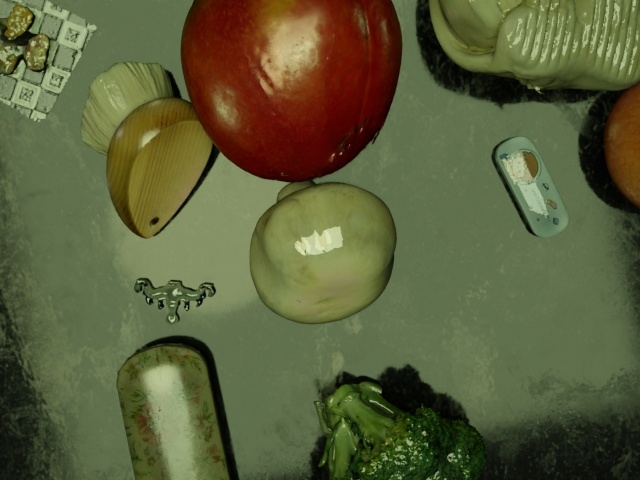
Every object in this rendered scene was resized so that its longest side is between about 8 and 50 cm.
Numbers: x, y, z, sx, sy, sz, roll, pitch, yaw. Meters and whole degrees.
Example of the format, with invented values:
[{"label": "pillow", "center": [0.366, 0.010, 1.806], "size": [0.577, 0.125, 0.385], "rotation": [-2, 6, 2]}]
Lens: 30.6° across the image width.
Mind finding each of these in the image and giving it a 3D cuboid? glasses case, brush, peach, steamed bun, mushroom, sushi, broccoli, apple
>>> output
[{"label": "glasses case", "center": [-0.230, 0.382, 1.948], "size": [0.156, 0.098, 0.425], "rotation": [-11, 93, -4]}, {"label": "brush", "center": [-0.296, -0.142, 1.902], "size": [0.166, 0.174, 0.267], "rotation": [43, 129, 29]}, {"label": "peach", "center": [-0.034, -0.272, 1.790], "size": [0.370, 0.370, 0.370], "rotation": [0, 93, 0]}, {"label": "steamed bun", "center": [0.326, -0.394, 1.824], "size": [0.367, 0.255, 0.343], "rotation": [0, 92, -31]}, {"label": "mushroom", "center": [0.000, 0.000, 1.886], "size": [0.260, 0.254, 0.234], "rotation": [-30, 49, 20]}, {"label": "sushi", "center": [-0.510, -0.326, 1.940], "size": [0.210, 0.040, 0.193], "rotation": [29, 93, -1]}, {"label": "broccoli", "center": [0.098, 0.363, 1.881], "size": [0.321, 0.304, 0.283], "rotation": [-35, 62, 0]}, {"label": "apple", "center": [0.588, -0.168, 1.865], "size": [0.271, 0.206, 0.252], "rotation": [-16, 90, 2]}, {"label": "glasses case", "center": [0.353, -0.089, 1.947], "size": [0.067, 0.045, 0.178], "rotation": [-27, 92, 1]}]

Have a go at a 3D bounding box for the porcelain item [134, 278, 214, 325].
[{"label": "porcelain item", "center": [-0.248, 0.106, 1.971], "size": [0.136, 0.021, 0.075], "rotation": [4, 93, 0]}]
